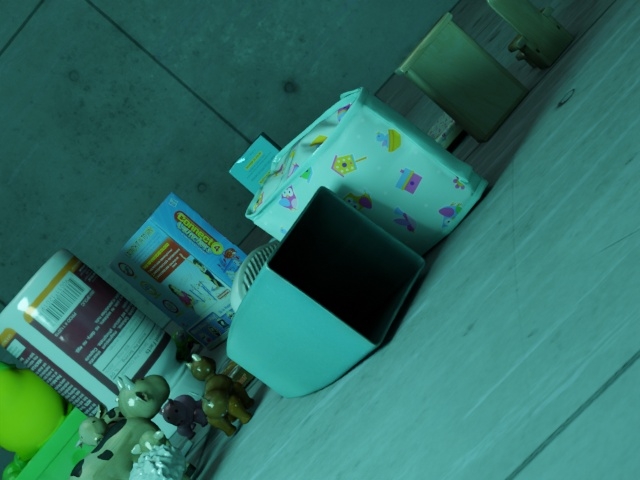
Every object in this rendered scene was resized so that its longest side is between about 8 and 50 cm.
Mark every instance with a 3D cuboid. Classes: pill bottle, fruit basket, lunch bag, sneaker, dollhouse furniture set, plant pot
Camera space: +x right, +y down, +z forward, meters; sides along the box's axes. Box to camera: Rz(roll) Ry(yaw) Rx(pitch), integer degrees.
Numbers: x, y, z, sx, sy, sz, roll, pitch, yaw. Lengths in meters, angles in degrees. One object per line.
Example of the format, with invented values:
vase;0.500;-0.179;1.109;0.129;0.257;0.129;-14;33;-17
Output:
pill bottle;-0.422;0.219;2.248;0.224;0.392;0.224;-47;8;8
fruit basket;-0.579;0.393;2.405;0.392;0.392;0.283;-51;8;-18
lunch bag;0.065;-0.072;1.552;0.262;0.223;0.160;-41;17;42
sneaker;-0.077;0.078;2.058;0.150;0.135;0.366;-53;-4;30
dollhouse furniture set;0.205;-0.262;1.899;0.303;0.174;0.355;-49;8;-3
plant pot;-0.016;0.088;1.482;0.234;0.166;0.165;-51;4;47

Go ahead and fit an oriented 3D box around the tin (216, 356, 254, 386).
tin;-0.135;0.215;1.992;0.106;0.040;0.189;-52;7;9

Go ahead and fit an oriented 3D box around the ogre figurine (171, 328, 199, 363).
ogre figurine;-0.343;0.254;2.796;0.197;0.096;0.118;-28;-2;27

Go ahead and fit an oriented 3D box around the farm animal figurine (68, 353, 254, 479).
farm animal figurine;-0.278;0.298;1.748;0.330;0.172;0.326;-34;16;41

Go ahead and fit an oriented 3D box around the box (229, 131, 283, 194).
box;-0.057;-0.095;2.282;0.100;0.244;0.060;-48;8;10

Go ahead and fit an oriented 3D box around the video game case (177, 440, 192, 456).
video game case;-0.265;0.389;1.955;0.122;0.011;0.087;-40;12;48

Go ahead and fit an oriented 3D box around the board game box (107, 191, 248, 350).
board game box;-0.274;0.074;2.475;0.086;0.302;0.308;-54;9;-32
